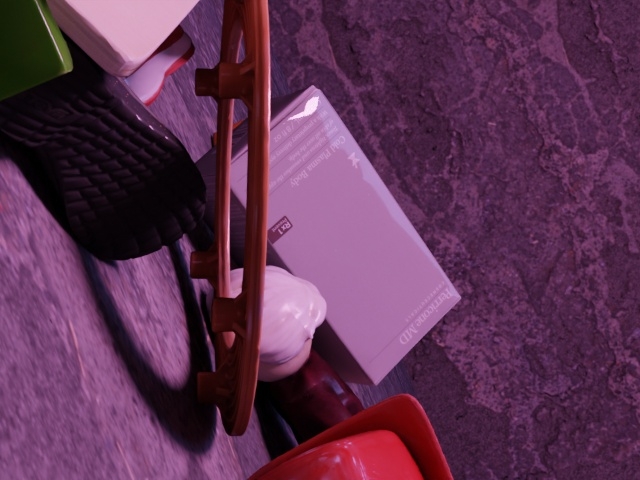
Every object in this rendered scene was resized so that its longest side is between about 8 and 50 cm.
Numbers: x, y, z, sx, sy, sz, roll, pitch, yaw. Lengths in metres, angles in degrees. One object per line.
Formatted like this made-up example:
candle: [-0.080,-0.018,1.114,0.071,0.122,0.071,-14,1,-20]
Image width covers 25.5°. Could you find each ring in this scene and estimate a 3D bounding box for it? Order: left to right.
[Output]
ring: [-0.065,-0.037,0.950,0.336,0.032,0.336,-179,-90,-82]

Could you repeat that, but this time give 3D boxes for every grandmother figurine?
grandmother figurine: [0.007,0.161,1.186,0.208,0.104,0.342,25,-31,55]

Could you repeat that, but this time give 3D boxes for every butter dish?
butter dish: [0.001,0.189,0.861,0.118,0.160,0.160,15,49,-54]

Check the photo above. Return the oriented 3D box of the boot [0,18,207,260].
boot: [-0.149,-0.104,0.831,0.161,0.083,0.246,64,2,33]

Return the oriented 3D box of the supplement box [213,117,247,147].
supplement box: [-0.058,-0.047,1.440,0.233,0.078,0.080,-104,170,-59]

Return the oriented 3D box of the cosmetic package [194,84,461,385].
cosmetic package: [0.000,0.000,1.231,0.238,0.127,0.107,52,-24,-16]

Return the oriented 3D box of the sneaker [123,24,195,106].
sneaker: [-0.153,-0.167,0.988,0.221,0.087,0.128,-101,168,-69]

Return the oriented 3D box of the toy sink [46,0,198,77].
toy sink: [-0.124,-0.226,0.725,0.234,0.131,0.153,45,28,-11]

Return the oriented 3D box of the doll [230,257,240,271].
doll: [-0.012,0.028,1.319,0.189,0.129,0.046,13,19,-36]

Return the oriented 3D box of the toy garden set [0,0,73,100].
toy garden set: [-0.142,-0.172,0.499,0.049,0.204,0.244,-91,158,-78]
